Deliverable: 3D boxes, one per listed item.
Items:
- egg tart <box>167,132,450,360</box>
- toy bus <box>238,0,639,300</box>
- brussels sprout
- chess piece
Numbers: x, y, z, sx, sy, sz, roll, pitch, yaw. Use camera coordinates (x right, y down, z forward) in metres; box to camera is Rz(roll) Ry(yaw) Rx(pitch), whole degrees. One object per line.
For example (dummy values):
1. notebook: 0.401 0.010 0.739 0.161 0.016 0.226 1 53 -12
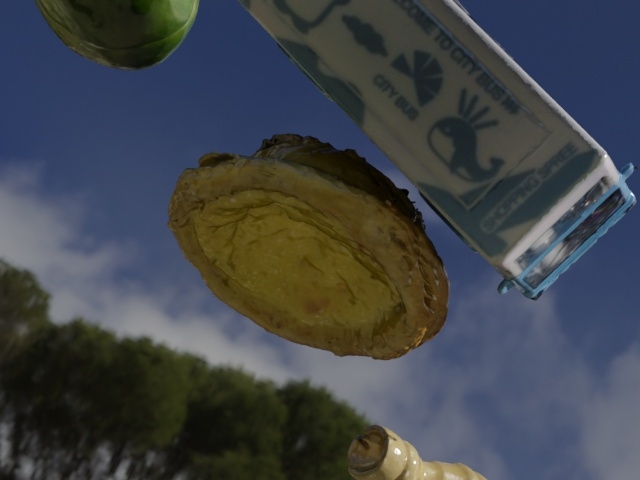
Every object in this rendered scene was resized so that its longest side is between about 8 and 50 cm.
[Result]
1. egg tart: 0.000 0.000 0.910 0.191 0.074 0.191 23 -34 16
2. toy bus: 0.050 -0.104 0.874 0.106 0.131 0.297 -44 -106 6
3. brussels sprout: -0.152 -0.196 1.065 0.117 0.155 0.155 -28 -54 -8
4. chess piece: 0.078 0.196 1.197 0.122 0.066 0.066 33 -43 -29
